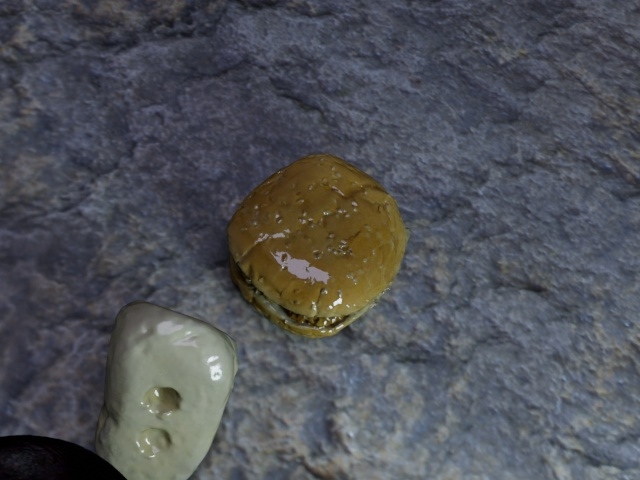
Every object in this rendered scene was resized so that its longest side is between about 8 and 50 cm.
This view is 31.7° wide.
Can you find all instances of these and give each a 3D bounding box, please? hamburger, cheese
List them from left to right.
[{"bbox_3d":[-0.207,0.197,1.503,0.173,0.248,0.251,16,62,-2],"label":"cheese"},{"bbox_3d":[-0.001,0.000,1.740,0.259,0.145,0.283,31,50,10],"label":"hamburger"}]

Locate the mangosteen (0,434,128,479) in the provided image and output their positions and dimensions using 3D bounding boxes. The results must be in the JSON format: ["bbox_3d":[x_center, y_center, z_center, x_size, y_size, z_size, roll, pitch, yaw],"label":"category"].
[{"bbox_3d":[-0.392,0.368,1.252,0.435,0.382,0.382,38,56,3],"label":"mangosteen"}]
